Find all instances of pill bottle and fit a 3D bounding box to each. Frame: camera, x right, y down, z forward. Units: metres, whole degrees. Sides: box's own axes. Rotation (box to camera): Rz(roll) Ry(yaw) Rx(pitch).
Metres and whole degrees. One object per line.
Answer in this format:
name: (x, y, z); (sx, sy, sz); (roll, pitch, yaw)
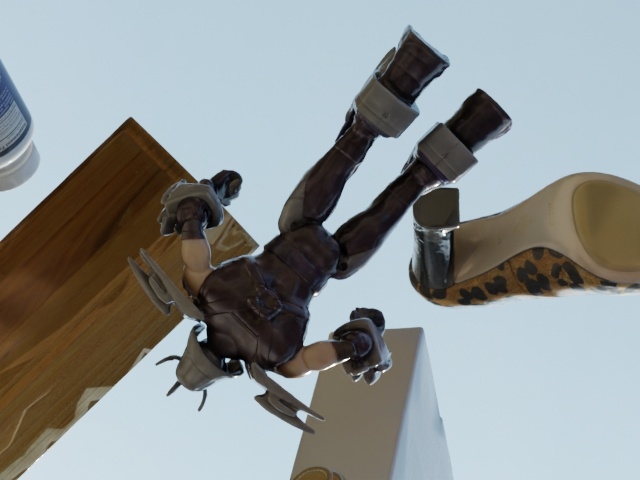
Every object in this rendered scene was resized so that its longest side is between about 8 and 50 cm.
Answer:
pill bottle: (-0.353, -0.131, 2.008); (0.094, 0.094, 0.169); (52, -11, 44)

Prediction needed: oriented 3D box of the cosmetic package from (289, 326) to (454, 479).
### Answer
cosmetic package: (0.044, 0.300, 1.657); (0.377, 0.097, 0.284); (-73, 153, -52)

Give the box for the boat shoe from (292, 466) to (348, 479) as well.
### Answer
boat shoe: (-0.029, 0.216, 1.244); (0.068, 0.072, 0.190); (-20, -143, 37)

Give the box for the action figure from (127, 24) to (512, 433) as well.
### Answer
action figure: (0.000, 0.000, 1.264); (0.185, 0.285, 0.099); (43, -1, -14)

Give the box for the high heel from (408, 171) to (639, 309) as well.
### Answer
high heel: (0.201, 0.018, 1.585); (0.186, 0.261, 0.093); (81, 17, -67)

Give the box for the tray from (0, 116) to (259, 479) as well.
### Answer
tray: (-0.264, 0.084, 1.757); (0.076, 0.411, 0.203); (49, -4, -39)
